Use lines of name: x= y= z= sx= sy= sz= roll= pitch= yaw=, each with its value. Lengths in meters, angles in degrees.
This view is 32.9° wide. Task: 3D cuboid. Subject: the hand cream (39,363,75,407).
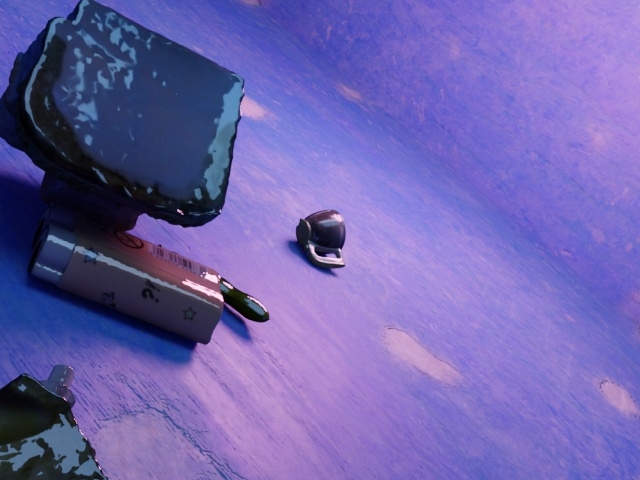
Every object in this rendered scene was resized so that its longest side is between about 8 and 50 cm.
hand cream: x=-0.328 y=0.222 z=1.135 sx=0.050 sy=0.084 sz=0.257 roll=26 pitch=39 yaw=6

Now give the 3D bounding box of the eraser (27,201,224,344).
eraser: x=-0.298 y=0.048 z=1.678 sx=0.290 sy=0.087 sz=0.171 roll=25 pitch=19 yaw=-22

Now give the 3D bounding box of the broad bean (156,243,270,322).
broad bean: x=-0.183 y=0.075 z=1.834 sx=0.227 sy=0.039 sz=0.069 roll=31 pitch=-5 yaw=-3

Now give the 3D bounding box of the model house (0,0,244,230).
model house: x=-0.371 y=-0.158 z=1.754 sx=0.360 sy=0.339 sz=0.297 roll=22 pitch=63 yaw=-33

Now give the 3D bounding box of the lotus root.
lotus root: x=-0.339 y=0.271 z=0.938 sx=0.314 sy=0.142 sz=0.210 roll=-24 pitch=77 yaw=-29

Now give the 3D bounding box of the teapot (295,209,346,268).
teapot: x=0.001 y=-0.008 z=2.223 sx=0.090 sy=0.092 sz=0.124 roll=-3 pitch=31 yaw=-31
